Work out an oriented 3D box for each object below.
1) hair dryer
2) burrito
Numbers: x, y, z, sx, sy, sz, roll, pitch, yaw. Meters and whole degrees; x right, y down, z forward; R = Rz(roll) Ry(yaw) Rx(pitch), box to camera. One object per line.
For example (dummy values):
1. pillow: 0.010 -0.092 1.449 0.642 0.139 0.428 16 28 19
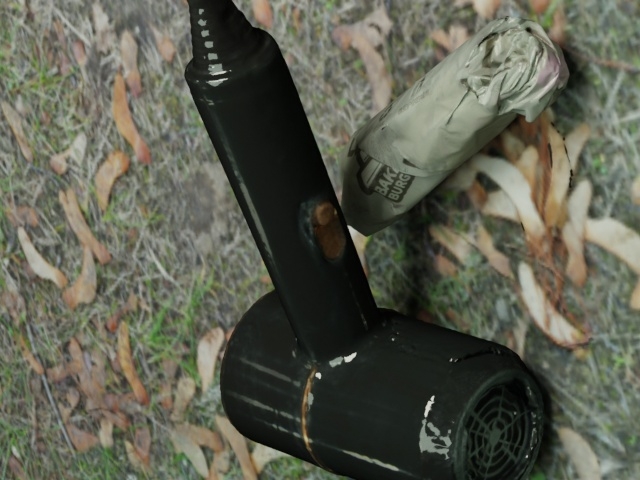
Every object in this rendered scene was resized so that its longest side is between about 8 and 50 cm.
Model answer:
1. hair dryer: 0.000 0.000 0.983 0.189 0.107 0.352 15 138 42
2. burrito: 0.067 -0.064 0.997 0.203 0.064 0.064 -36 77 49
